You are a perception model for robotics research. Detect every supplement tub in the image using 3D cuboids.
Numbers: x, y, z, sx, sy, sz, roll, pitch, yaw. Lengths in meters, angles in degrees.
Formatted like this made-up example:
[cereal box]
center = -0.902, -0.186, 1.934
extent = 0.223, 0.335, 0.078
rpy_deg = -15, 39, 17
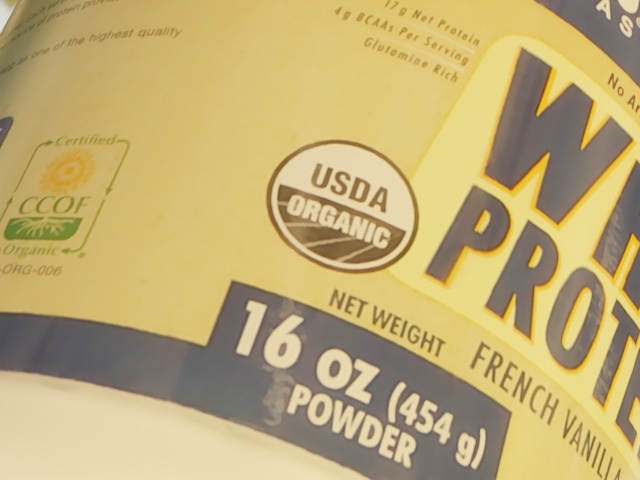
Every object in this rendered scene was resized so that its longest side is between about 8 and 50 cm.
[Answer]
[supplement tub]
center = 0.000, 0.000, 0.494
extent = 0.228, 0.316, 0.228
rpy_deg = 13, 146, 9
